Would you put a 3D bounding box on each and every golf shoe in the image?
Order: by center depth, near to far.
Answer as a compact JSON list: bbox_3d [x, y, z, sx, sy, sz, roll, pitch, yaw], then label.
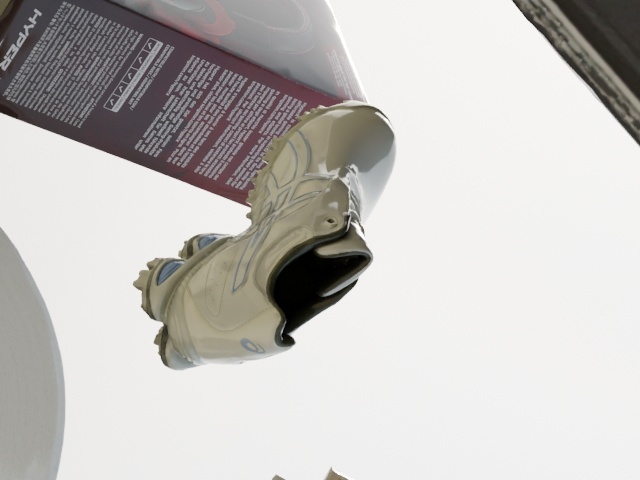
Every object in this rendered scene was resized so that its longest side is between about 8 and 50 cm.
[{"bbox_3d":[0.000,0.000,0.872,0.086,0.069,0.176,5,-139,39],"label":"golf shoe"}]

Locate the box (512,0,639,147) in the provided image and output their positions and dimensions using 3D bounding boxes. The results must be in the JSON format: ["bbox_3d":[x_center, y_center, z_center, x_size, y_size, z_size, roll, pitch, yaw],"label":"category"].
[{"bbox_3d":[0.249,-0.108,0.763,0.297,0.471,0.480,-42,170,8],"label":"box"}]

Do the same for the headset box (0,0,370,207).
[{"bbox_3d":[-0.106,-0.149,1.311,0.110,0.293,0.218,-51,-145,27],"label":"headset box"}]

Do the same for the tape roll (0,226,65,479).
[{"bbox_3d":[-0.360,0.113,1.264,0.072,0.392,0.392,-8,-111,64],"label":"tape roll"}]

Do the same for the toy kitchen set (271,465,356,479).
[{"bbox_3d":[-0.015,0.198,1.433,0.083,0.068,0.075,-60,-174,3],"label":"toy kitchen set"}]
